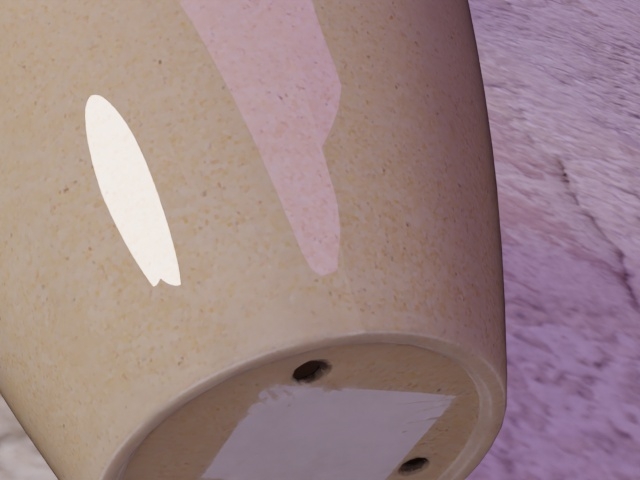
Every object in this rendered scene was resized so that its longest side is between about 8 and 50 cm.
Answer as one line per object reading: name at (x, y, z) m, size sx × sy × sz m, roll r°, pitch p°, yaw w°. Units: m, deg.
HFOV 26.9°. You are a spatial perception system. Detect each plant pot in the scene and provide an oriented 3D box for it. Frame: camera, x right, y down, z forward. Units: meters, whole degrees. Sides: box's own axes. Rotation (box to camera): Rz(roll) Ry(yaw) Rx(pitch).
plant pot at (-0.042, -0.034, 0.474) m, size 0.256 × 0.256 × 0.274 m, roll 6°, pitch 43°, yaw -31°
